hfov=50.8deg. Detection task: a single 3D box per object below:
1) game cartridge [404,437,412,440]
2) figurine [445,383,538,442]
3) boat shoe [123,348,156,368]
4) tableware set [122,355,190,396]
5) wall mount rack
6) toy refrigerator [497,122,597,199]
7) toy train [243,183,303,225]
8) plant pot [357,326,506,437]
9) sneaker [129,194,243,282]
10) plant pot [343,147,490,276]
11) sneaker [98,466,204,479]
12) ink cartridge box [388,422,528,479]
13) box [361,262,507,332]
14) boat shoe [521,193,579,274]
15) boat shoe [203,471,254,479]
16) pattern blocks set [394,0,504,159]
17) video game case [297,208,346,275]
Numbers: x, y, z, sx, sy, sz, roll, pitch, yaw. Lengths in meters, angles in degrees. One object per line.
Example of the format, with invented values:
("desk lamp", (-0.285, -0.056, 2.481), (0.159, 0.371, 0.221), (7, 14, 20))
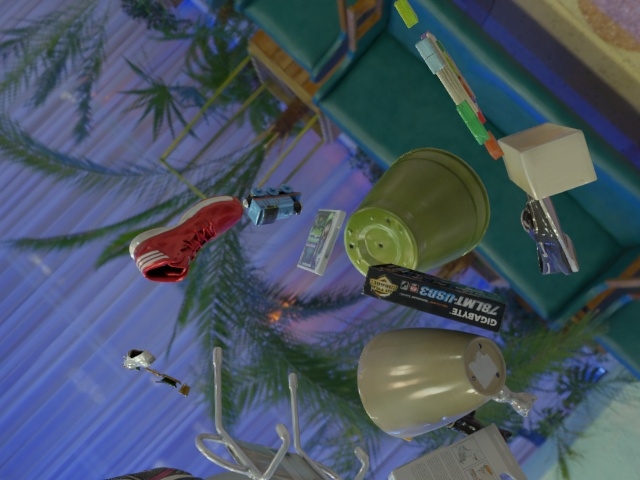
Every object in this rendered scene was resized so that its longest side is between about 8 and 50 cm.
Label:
("game cartridge", (0.310, 0.411, 1.959), (0.052, 0.285, 0.323), (20, -177, 11))
("figurine", (0.485, 0.478, 1.892), (0.209, 0.215, 0.092), (31, -170, -14))
("boat shoe", (-0.349, 0.219, 1.272), (0.100, 0.035, 0.035), (-10, 119, 50))
("tableware set", (-0.345, 0.286, 1.408), (0.154, 0.024, 0.104), (24, 162, 1))
("wall mount rack", (-0.078, 0.341, 1.240), (0.350, 0.130, 0.304), (29, 180, -38))
("toy refrigerator", (0.395, -0.143, 1.199), (0.269, 0.102, 0.094), (-66, -45, -76))
("toy train", (-0.133, -0.104, 1.965), (0.184, 0.080, 0.105), (-9, -131, -35))
("plant pot", (0.266, 0.299, 1.496), (0.256, 0.256, 0.274), (45, 143, -15))
("sneaker", (-0.224, 0.010, 1.208), (0.128, 0.221, 0.087), (52, 169, 47))
("plant pot", (0.257, -0.045, 1.964), (0.366, 0.366, 0.353), (44, -139, 10))
("sneaker", (-0.346, 0.484, 1.240), (0.112, 0.121, 0.299), (11, 174, 40))
("ink cartridge box", (0.326, 0.575, 1.417), (0.066, 0.261, 0.296), (95, 151, -58))
("box", (0.263, 0.122, 1.506), (0.293, 0.073, 0.295), (14, -178, 14))
("boat shoe", (0.520, -0.010, 1.576), (0.335, 0.095, 0.112), (46, -145, -44))
("boat shoe", (-0.321, 0.751, 1.795), (0.136, 0.367, 0.156), (53, 161, 47))
("pattern blocks set", (0.202, -0.249, 1.032), (0.285, 0.026, 0.325), (50, -160, -21))
("video game case", (0.000, 0.000, 1.786), (0.022, 0.173, 0.190), (22, 177, -17))
